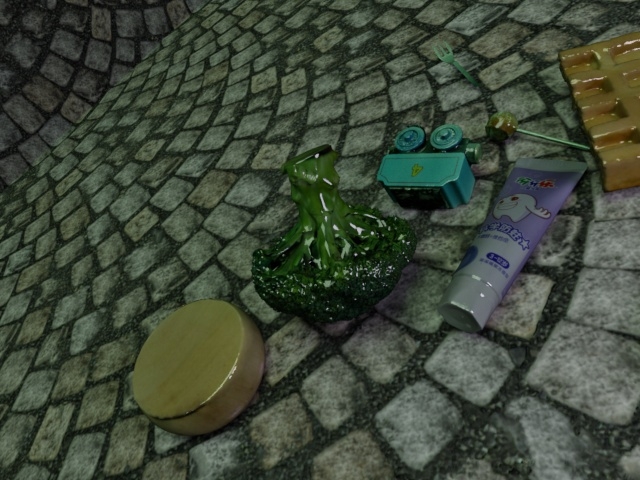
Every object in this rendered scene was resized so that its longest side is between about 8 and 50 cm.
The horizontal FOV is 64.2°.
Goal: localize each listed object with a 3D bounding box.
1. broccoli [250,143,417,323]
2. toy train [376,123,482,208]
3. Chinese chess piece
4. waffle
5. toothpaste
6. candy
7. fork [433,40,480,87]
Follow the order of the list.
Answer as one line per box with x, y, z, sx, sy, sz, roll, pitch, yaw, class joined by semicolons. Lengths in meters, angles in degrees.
0.000;0.000;0.872;0.297;0.297;0.297;-19;15;6;broccoli
0.209;-0.140;0.994;0.198;0.107;0.154;5;63;34;toy train
-0.221;0.229;0.940;0.251;0.097;0.251;-16;47;18;Chinese chess piece
0.591;-0.247;0.859;0.304;0.077;0.348;-12;50;17;waffle
0.314;-0.011;0.848;0.125;0.080;0.371;14;54;43;toothpaste
0.409;-0.198;0.964;0.202;0.061;0.061;28;70;35;candy
0.326;-0.414;1.219;0.039;0.021;0.235;-29;45;13;fork
